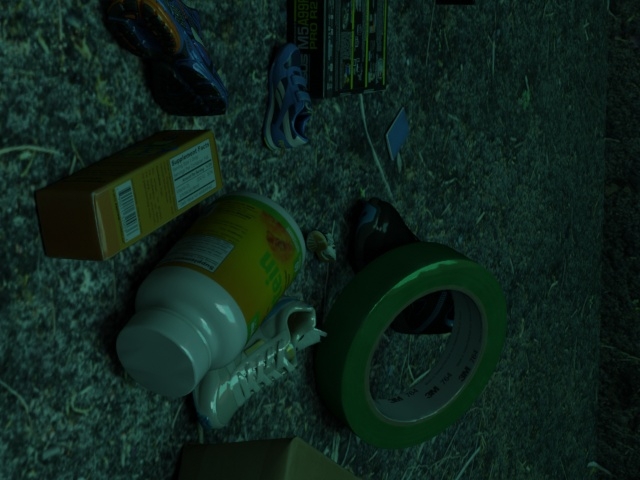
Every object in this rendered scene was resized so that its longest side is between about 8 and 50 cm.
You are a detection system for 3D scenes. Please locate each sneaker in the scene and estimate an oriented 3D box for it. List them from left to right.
[{"bbox_3d":[-0.154,-0.215,1.325,0.221,0.083,0.087,63,33,-53],"label":"sneaker"},{"bbox_3d":[-0.086,0.149,1.519,0.228,0.092,0.087,-58,145,-40],"label":"sneaker"},{"bbox_3d":[-0.036,-0.190,1.588,0.053,0.059,0.144,4,91,-62],"label":"sneaker"},{"bbox_3d":[-0.028,0.137,1.706,0.109,0.040,0.043,19,95,-60],"label":"sneaker"},{"bbox_3d":[0.000,0.000,1.741,0.083,0.032,0.037,59,30,-58],"label":"sneaker"},{"bbox_3d":[0.156,0.044,1.936,0.341,0.140,0.125,55,49,-51],"label":"sneaker"}]

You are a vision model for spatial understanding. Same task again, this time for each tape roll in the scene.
[{"bbox_3d":[0.142,0.162,1.835,0.321,0.077,0.321,-17,122,-29],"label":"tape roll"}]

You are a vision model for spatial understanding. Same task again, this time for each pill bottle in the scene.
[{"bbox_3d":[-0.126,0.062,1.368,0.245,0.136,0.136,-54,141,-46],"label":"pill bottle"}]

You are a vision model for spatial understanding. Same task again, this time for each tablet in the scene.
[{"bbox_3d":[0.128,-0.177,1.984,0.083,0.006,0.054,-59,144,-42],"label":"tablet"}]

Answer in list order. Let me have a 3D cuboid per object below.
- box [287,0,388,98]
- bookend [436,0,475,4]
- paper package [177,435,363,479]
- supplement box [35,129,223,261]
[{"bbox_3d":[0.028,-0.340,1.689,0.216,0.060,0.270,-22,115,-62],"label":"box"},{"bbox_3d":[0.250,-0.516,2.089,0.156,0.072,0.157,-54,142,-46],"label":"bookend"},{"bbox_3d":[-0.051,0.438,1.464,0.309,0.168,0.324,44,45,-47],"label":"paper package"},{"bbox_3d":[-0.196,-0.053,1.271,0.233,0.078,0.080,-36,124,-57],"label":"supplement box"}]
